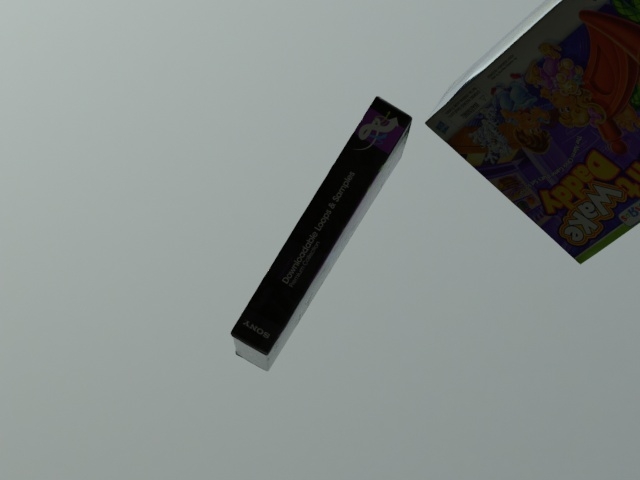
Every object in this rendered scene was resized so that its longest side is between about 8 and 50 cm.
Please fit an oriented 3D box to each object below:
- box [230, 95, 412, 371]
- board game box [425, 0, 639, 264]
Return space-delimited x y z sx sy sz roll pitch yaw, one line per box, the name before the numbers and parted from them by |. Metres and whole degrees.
box | 0.000 0.000 1.076 0.162 0.029 0.116 -57 176 -7
board game box | 0.300 -0.149 1.845 0.347 0.233 0.078 -42 -170 47
